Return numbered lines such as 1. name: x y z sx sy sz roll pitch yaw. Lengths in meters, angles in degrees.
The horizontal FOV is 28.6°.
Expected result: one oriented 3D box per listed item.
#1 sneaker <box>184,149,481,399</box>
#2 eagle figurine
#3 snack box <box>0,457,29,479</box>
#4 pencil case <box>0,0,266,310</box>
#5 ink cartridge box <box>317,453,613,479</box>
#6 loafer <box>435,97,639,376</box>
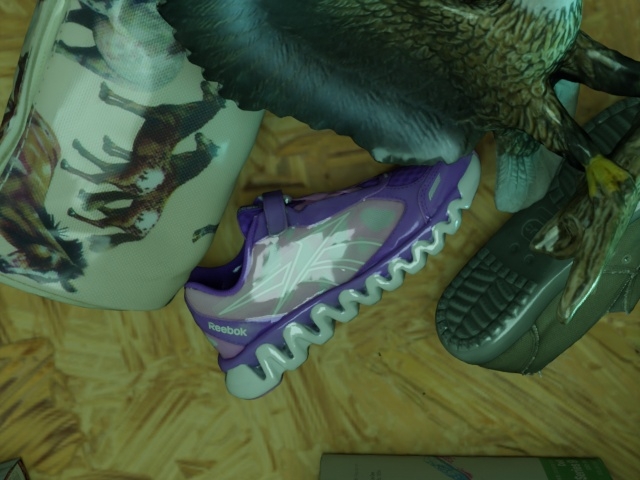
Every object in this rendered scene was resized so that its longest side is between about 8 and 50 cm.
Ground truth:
1. sneaker: 0.000 0.000 0.848 0.236 0.095 0.104 -40 100 9
2. eagle figurine: 0.084 -0.137 0.715 0.298 0.226 0.225 37 119 1
3. snack box: -0.271 0.287 0.928 0.174 0.070 0.207 -18 102 5
4. pencil case: -0.106 -0.146 0.785 0.183 0.160 0.410 15 104 -35
5. ink cartridge box: 0.101 0.239 0.896 0.212 0.093 0.154 0 101 0
6. loafer: 0.188 -0.003 0.858 0.251 0.094 0.087 -43 131 8
